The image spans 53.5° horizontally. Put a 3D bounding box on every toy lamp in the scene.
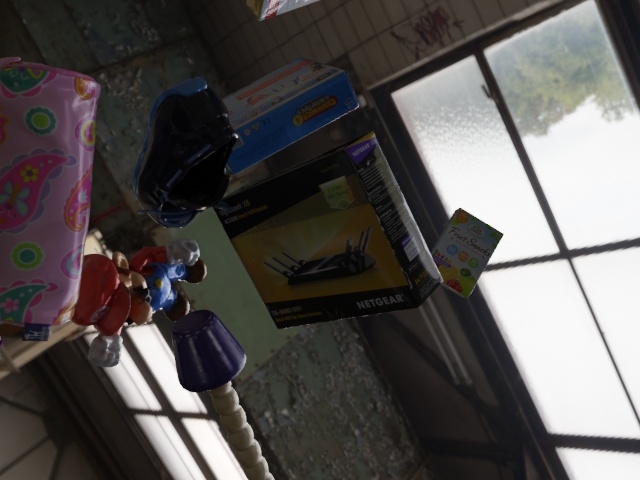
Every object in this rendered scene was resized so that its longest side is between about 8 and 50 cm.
[{"bbox_3d":[-0.095,0.204,0.717,0.080,0.275,0.080,-14,-156,6],"label":"toy lamp"}]

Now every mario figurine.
[{"bbox_3d":[-0.297,0.104,1.095,0.170,0.198,0.320,-9,178,18],"label":"mario figurine"}]

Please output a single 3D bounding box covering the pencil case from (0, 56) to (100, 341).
[{"bbox_3d":[-0.310,-0.045,0.678,0.124,0.284,0.124,10,-175,-1],"label":"pencil case"}]

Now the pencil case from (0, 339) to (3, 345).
[{"bbox_3d":[-0.589,0.183,1.103,0.151,0.070,0.065,-36,-152,59],"label":"pencil case"}]

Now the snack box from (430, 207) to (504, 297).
[{"bbox_3d":[0.267,0.023,1.202,0.141,0.100,0.037,-59,-179,-6],"label":"snack box"}]

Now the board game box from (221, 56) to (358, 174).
[{"bbox_3d":[-0.112,-0.290,1.421,0.308,0.086,0.302,-30,-153,-7],"label":"board game box"}]

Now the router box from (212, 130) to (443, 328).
[{"bbox_3d":[0.000,0.000,0.973,0.308,0.243,0.081,-17,-165,44],"label":"router box"}]

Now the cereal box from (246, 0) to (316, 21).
[{"bbox_3d":[-0.002,-0.472,1.059,0.240,0.047,0.173,-28,167,-25],"label":"cereal box"}]

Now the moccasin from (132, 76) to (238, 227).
[{"bbox_3d":[-0.198,-0.087,0.923,0.137,0.117,0.342,-36,171,-23],"label":"moccasin"}]
